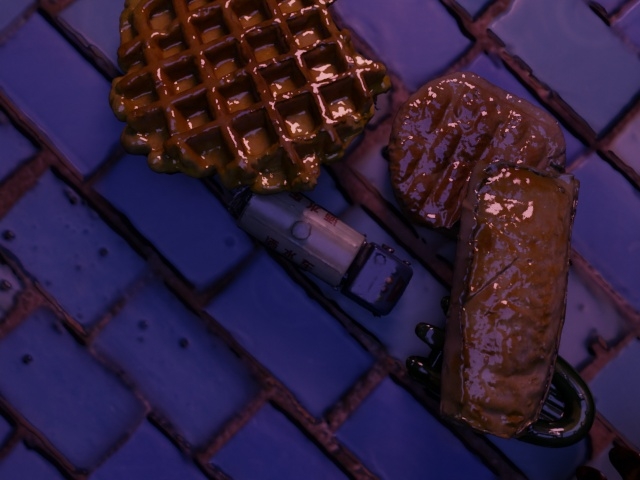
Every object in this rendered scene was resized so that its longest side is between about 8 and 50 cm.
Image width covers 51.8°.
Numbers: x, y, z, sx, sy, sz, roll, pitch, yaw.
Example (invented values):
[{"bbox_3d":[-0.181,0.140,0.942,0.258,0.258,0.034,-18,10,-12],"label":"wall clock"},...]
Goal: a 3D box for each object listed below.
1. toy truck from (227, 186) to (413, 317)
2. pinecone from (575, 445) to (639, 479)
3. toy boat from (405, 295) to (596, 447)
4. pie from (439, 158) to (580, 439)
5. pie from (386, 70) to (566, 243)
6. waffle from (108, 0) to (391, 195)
[{"bbox_3d":[0.000,0.000,0.678,0.201,0.088,0.074,33,87,0],"label":"toy truck"},{"bbox_3d":[0.369,0.285,0.611,0.292,0.246,0.246,-28,89,-14],"label":"pinecone"},{"bbox_3d":[0.192,0.143,0.696,0.210,0.052,0.104,31,86,1],"label":"toy boat"},{"bbox_3d":[0.187,0.050,0.648,0.128,0.068,0.283,12,82,-8],"label":"pie"},{"bbox_3d":[0.162,-0.082,0.704,0.195,0.046,0.195,0,87,-2],"label":"pie"},{"bbox_3d":[-0.070,-0.183,0.661,0.281,0.058,0.301,0,70,2],"label":"waffle"}]
